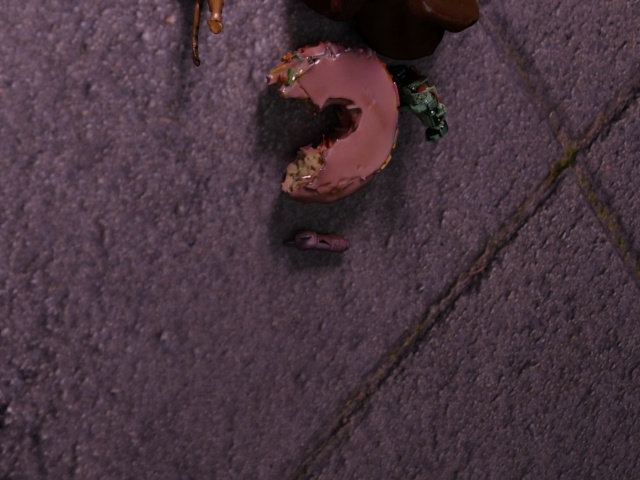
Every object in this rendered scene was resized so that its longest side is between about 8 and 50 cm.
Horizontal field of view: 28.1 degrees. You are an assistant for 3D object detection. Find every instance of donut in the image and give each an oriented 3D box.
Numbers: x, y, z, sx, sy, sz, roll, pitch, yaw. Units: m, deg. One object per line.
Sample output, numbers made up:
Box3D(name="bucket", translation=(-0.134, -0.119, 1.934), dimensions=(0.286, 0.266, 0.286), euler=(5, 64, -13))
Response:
Box3D(name="donut", translation=(0.017, -0.172, 1.782), dimensions=(0.199, 0.085, 0.233), euler=(-20, 120, -28))

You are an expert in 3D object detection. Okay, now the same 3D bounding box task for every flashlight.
Box3D(name="flashlight", translation=(0.000, 0.000, 1.879), dimensions=(0.110, 0.052, 0.031), euler=(5, 70, -44))

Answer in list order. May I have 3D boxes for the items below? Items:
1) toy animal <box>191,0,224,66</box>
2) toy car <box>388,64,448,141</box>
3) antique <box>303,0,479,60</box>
Box3D(name="toy animal", translation=(-0.144, -0.348, 1.597), dimensions=(0.116, 0.114, 0.255), euler=(-48, 156, -71))
Box3D(name="toy car", translation=(0.141, -0.201, 1.824), dimensions=(0.054, 0.143, 0.073), euler=(-29, 124, -4))
Box3D(name="antique", translation=(0.077, -0.330, 1.733), dimensions=(0.257, 0.143, 0.121), euler=(17, 56, -39))
